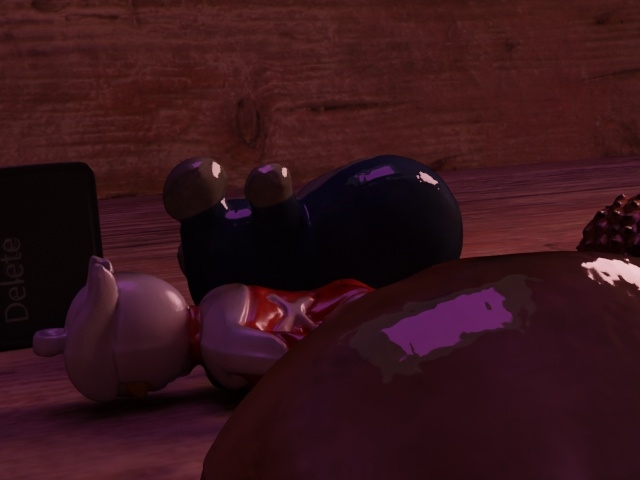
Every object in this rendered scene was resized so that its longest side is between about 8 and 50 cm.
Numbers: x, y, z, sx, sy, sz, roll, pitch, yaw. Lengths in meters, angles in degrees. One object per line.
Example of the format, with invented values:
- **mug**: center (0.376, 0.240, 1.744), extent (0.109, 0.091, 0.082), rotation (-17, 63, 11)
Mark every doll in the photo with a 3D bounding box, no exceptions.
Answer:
- **doll**: center (0.000, 0.000, 1.033), extent (0.258, 0.154, 0.228), rotation (-16, -28, -11)
- **doll**: center (-0.013, 0.066, 0.838), extent (0.383, 0.099, 0.188), rotation (2, 5, -11)

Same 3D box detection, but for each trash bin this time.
- **trash bin**: center (-0.302, 0.008, 1.146), extent (0.115, 0.165, 0.225), rotation (-7, 6, -25)

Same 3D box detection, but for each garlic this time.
- **garlic**: center (0.099, 0.077, 0.509), extent (0.196, 0.151, 0.338), rotation (-14, -3, 40)

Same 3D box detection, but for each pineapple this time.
- **pineapple**: center (0.302, 0.030, 0.897), extent (0.130, 0.119, 0.277), rotation (40, 2, -10)
